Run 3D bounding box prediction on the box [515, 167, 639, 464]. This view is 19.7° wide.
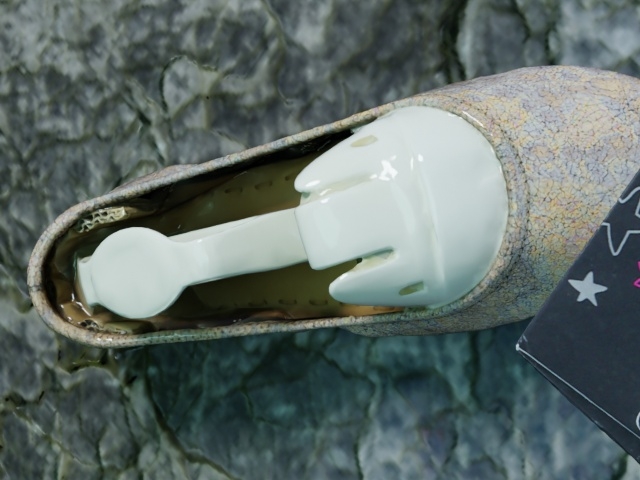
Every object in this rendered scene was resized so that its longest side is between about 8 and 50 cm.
[{"bbox_3d":[0.216,-0.014,0.618,0.163,0.142,0.247,43,119,21],"label":"box"}]

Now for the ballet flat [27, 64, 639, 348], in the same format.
[{"bbox_3d":[0.000,0.000,0.787,0.316,0.106,0.107,-15,87,34],"label":"ballet flat"}]
